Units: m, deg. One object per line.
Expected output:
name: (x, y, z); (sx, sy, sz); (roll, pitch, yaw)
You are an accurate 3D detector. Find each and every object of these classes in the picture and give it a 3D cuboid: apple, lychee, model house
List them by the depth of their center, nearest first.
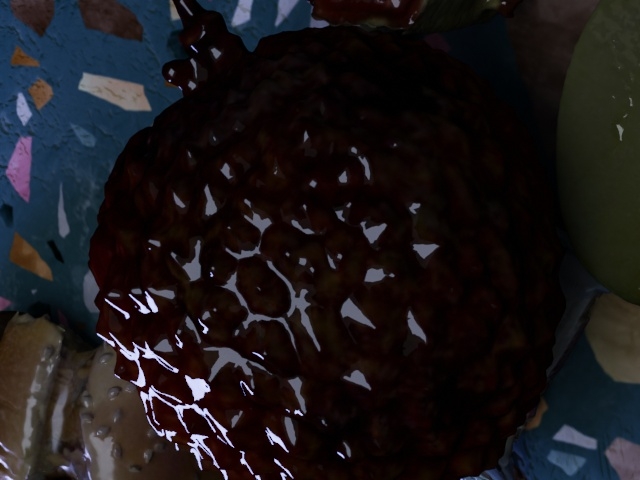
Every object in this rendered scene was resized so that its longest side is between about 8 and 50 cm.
apple: (0.368, -0.068, 1.317); (0.312, 0.320, 0.360); (16, 124, -13)
lychee: (0.000, 0.000, 1.411); (0.425, 0.425, 0.500); (-25, 88, 35)
model house: (0.065, -0.284, 1.504); (0.254, 0.196, 0.160); (38, 118, 18)

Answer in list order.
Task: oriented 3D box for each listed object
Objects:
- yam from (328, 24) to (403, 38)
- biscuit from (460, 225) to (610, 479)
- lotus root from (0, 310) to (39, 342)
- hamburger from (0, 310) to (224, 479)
yam: (0.017, -0.166, 1.637); (0.078, 0.078, 0.179); (40, 120, 18)
biscuit: (0.179, 0.103, 1.601); (0.186, 0.079, 0.309); (38, 118, 21)
lotus root: (-0.388, 0.216, 1.870); (0.316, 0.316, 0.250); (48, 116, 13)
hamburger: (-0.191, 0.288, 1.664); (0.268, 0.445, 0.287); (15, 68, 24)
